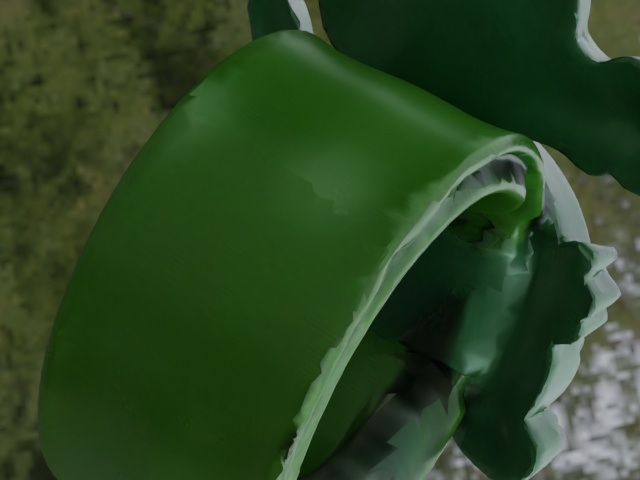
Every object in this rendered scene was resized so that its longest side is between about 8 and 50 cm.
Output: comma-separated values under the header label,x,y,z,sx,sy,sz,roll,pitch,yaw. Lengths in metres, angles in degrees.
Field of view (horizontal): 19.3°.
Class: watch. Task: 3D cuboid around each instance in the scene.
label,x,y,z,sx,sy,sz,roll,pitch,yaw
watch,0.000,0.000,0.472,0.131,0.152,0.165,31,-63,21
